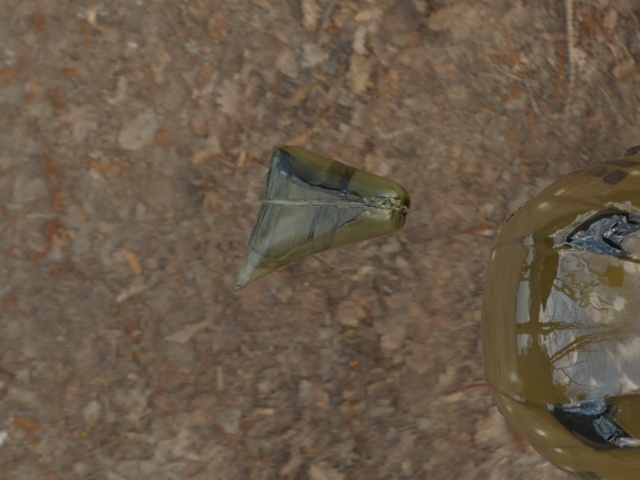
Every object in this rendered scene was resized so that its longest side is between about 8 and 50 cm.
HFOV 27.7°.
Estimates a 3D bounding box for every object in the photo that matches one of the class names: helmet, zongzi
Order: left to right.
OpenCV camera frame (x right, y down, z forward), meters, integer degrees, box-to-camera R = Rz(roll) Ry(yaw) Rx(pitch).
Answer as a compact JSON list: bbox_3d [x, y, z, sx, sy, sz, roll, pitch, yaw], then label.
[{"bbox_3d":[0.000,0.000,0.666,0.076,0.040,0.083,21,94,18],"label":"zongzi"},{"bbox_3d":[0.156,0.042,0.682,0.224,0.130,0.198,7,90,58],"label":"helmet"}]
